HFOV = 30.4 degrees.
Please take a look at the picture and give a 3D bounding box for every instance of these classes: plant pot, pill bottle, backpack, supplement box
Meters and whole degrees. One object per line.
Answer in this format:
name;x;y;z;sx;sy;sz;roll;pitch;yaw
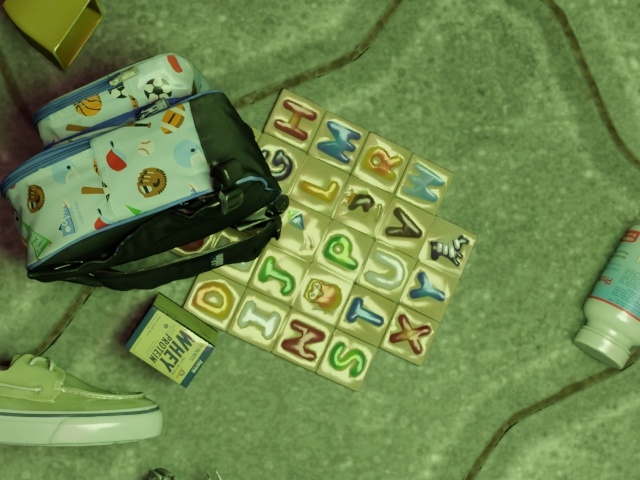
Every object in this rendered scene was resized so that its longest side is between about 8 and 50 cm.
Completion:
plant pot;-0.299;-0.249;1.291;0.083;0.081;0.081;32;83;0
pill bottle;0.367;0.067;1.391;0.087;0.087;0.160;34;83;-7
backpack;-0.193;-0.061;1.216;0.263;0.276;0.213;-27;79;3
supplement box;-0.163;0.108;1.292;0.083;0.083;0.056;34;95;-7

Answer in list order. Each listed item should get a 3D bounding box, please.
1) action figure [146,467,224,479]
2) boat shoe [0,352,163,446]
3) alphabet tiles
action figure;-0.191;0.348;1.282;0.285;0.099;0.185;-13;83;-14
boat shoe;-0.319;0.168;1.258;0.302;0.109;0.094;3;85;-7
alphabet tiles;0.000;0.000;1.367;0.343;0.011;0.285;25;84;-8
